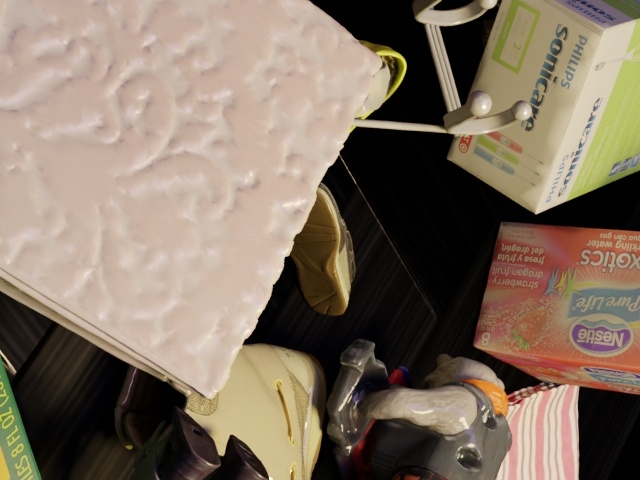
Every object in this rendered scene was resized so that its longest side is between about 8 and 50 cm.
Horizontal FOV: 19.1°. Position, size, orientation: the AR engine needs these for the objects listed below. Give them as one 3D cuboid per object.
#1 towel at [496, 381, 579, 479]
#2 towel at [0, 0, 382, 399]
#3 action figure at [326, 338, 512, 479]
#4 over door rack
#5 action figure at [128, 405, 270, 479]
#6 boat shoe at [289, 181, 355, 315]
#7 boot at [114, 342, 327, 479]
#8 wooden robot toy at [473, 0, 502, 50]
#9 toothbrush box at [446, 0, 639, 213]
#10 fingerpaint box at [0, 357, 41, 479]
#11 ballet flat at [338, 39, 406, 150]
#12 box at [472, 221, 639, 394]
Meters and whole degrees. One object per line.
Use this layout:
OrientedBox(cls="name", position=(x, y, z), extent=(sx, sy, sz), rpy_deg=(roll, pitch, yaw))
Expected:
OrientedBox(cls="towel", position=(0.229, 0.230, 2.042), extent=(0.197, 0.029, 0.144), rpy_deg=(-13, 105, -50))
OrientedBox(cls="towel", position=(-0.144, -0.092, 1.403), extent=(0.317, 0.053, 0.331), rpy_deg=(34, 64, -14))
OrientedBox(cls="action figure", position=(0.103, 0.258, 1.706), extent=(0.341, 0.179, 0.330), rpy_deg=(68, 34, -54))
OrientedBox(cls="over door rack", position=(0.047, -0.204, 1.619), extent=(0.324, 0.108, 0.239), rpy_deg=(-6, 77, -47))
OrientedBox(cls="action figure", position=(-0.159, 0.265, 1.458), extent=(0.185, 0.099, 0.285), rpy_deg=(37, 94, -34))
OrientedBox(cls="boat shoe", position=(0.000, 0.000, 1.703), extent=(0.152, 0.056, 0.049), rpy_deg=(83, 22, -43))
OrientedBox(cls="boot", position=(-0.086, 0.202, 1.580), extent=(0.203, 0.095, 0.262), rpy_deg=(23, 70, -52))
OrientedBox(cls="wooden robot toy", position=(0.154, -0.261, 1.870), extent=(0.173, 0.079, 0.076), rpy_deg=(88, -2, -48))
OrientedBox(cls="toothbrush box", position=(0.279, -0.169, 1.926), extent=(0.283, 0.122, 0.206), rpy_deg=(-23, 138, -49))
OrientedBox(cls="fingerpaint box", position=(-0.377, 0.119, 1.152), extent=(0.371, 0.163, 0.444), rpy_deg=(-37, 122, -44))
OrientedBox(cls="ballet flat", position=(-0.001, -0.107, 1.671), extent=(0.231, 0.077, 0.077), rpy_deg=(-45, 129, -39))
OrientedBox(cls="box", position=(0.327, 0.076, 1.928), extent=(0.154, 0.300, 0.142), rpy_deg=(28, 72, -50))
